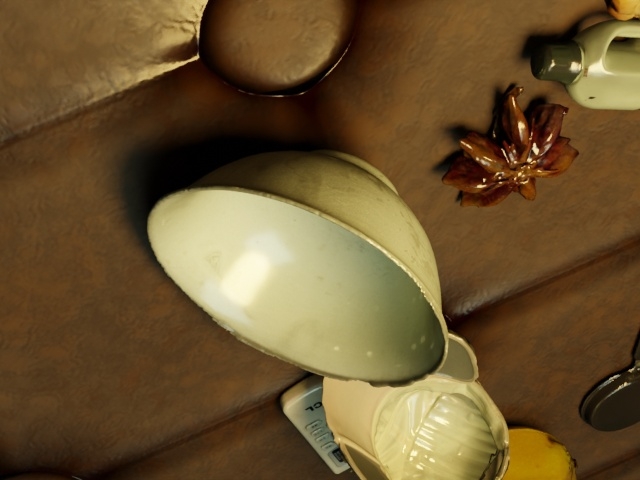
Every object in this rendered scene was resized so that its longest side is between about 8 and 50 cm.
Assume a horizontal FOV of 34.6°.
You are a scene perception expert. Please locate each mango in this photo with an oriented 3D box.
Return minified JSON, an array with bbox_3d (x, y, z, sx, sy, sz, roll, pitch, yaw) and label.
[{"bbox_3d":[0.237,0.340,1.449,0.261,0.130,0.167,8,131,-21],"label":"mango"}]

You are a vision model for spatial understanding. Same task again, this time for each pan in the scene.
[{"bbox_3d":[0.452,0.198,1.480,0.136,0.028,0.235,-9,132,-16],"label":"pan"}]

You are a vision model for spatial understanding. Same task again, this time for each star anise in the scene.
[{"bbox_3d":[0.207,-0.087,1.105,0.167,0.057,0.168,-11,131,-13],"label":"star anise"}]

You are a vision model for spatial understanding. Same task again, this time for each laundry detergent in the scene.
[{"bbox_3d":[0.319,-0.181,1.061,0.225,0.070,0.099,0,138,-21],"label":"laundry detergent"}]

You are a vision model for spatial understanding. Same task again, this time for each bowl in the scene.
[{"bbox_3d":[0.000,0.000,1.010,0.313,0.146,0.313,20,148,13],"label":"bowl"}]

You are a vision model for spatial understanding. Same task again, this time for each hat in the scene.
[{"bbox_3d":[0.108,0.236,1.278,0.275,0.232,0.161,39,153,-26],"label":"hat"}]

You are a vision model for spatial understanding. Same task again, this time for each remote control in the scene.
[{"bbox_3d":[0.019,0.235,1.330,0.087,0.029,0.190,-29,134,2],"label":"remote control"}]

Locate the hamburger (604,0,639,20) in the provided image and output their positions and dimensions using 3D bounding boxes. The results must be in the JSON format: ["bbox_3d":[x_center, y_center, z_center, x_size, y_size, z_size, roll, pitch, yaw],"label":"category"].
[{"bbox_3d":[0.332,-0.311,0.819,0.304,0.174,0.284,-27,127,-51],"label":"hamburger"}]
